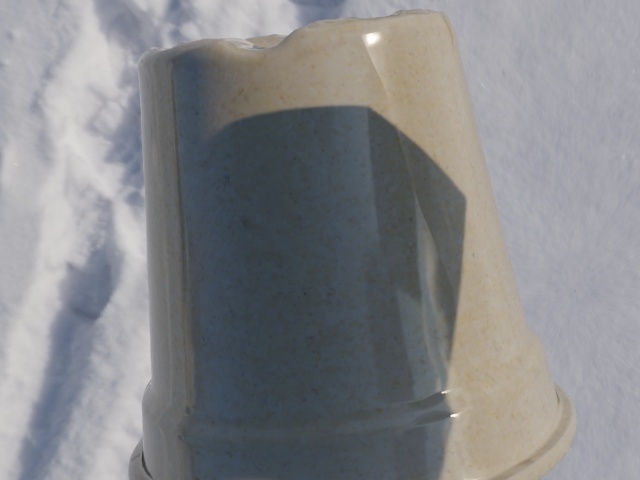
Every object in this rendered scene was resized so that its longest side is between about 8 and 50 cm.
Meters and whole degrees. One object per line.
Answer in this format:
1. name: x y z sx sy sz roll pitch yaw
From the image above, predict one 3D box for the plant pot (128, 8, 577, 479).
1. plant pot: 0.000 0.000 0.724 0.333 0.334 0.306 -6 101 14
